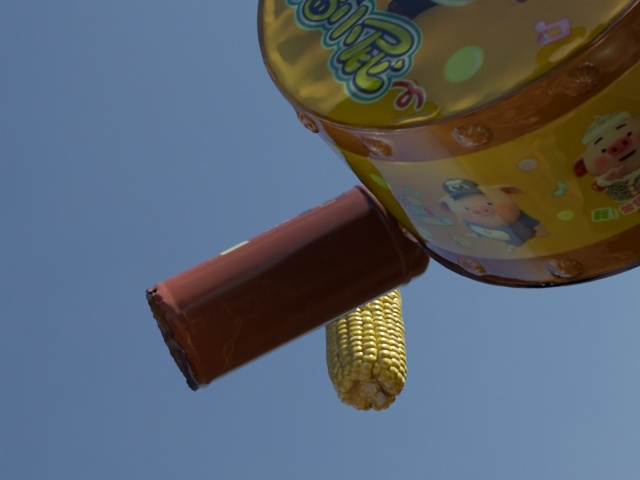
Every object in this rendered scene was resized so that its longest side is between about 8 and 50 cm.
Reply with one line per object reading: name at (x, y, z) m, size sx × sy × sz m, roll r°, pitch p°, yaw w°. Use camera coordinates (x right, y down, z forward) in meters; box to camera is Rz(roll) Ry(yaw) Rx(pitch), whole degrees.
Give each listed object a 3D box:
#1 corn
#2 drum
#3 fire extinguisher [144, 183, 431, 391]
corn at (0.051, 0.090, 2.143) m, size 0.244 × 0.093 × 0.093 m, roll -92°, pitch -3°, yaw -46°
drum at (0.171, -0.190, 1.433) m, size 0.431 × 0.431 × 0.214 m, roll -55°, pitch -48°, yaw -12°
fire extinguisher at (0.000, 0.000, 1.689) m, size 0.337 × 0.147 × 0.106 m, roll -27°, pitch -8°, yaw -12°
